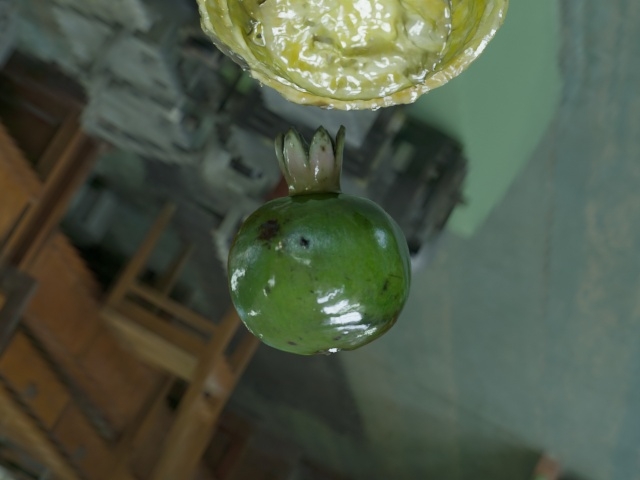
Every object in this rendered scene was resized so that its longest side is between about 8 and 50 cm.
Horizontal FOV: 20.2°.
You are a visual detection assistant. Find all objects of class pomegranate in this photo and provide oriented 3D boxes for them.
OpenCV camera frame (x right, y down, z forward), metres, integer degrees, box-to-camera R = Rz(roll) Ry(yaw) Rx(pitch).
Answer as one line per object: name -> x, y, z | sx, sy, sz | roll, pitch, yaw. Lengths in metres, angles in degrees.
pomegranate -> -0.002, 0.000, 1.755 | 0.187, 0.225, 0.187 | -3, 177, 0

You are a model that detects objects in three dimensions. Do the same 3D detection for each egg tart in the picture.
egg tart -> 0.025, -0.208, 1.507 | 0.290, 0.115, 0.290 | 0, 134, 0
